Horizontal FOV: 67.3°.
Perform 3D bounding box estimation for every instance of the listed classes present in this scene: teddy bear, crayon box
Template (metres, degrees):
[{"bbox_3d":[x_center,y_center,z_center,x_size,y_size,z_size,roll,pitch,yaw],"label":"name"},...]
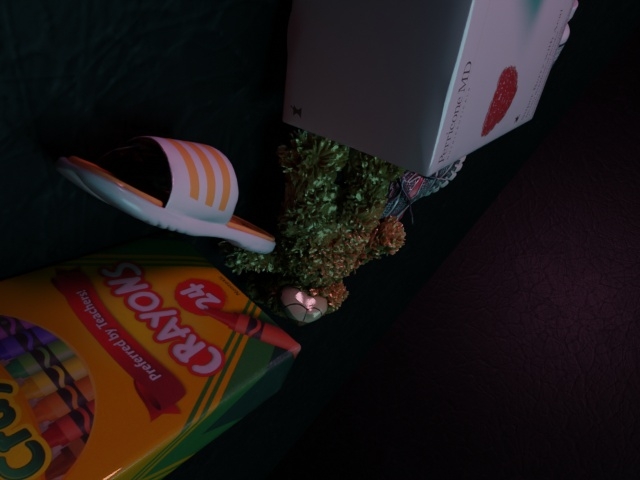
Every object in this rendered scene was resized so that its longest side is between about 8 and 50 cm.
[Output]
[{"bbox_3d":[0.000,0.000,0.641,0.245,0.113,0.338,10,128,-41],"label":"teddy bear"},{"bbox_3d":[-0.193,0.113,0.395,0.319,0.202,0.081,-26,148,-50],"label":"crayon box"}]

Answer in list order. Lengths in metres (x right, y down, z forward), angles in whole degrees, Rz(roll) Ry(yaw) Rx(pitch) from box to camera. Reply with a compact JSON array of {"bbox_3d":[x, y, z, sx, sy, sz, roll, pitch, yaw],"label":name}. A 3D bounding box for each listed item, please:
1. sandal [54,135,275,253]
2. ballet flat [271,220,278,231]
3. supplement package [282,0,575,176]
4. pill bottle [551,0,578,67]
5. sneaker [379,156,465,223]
[{"bbox_3d":[-0.113,-0.049,0.441,0.076,0.102,0.265,-64,157,2],"label":"sandal"},{"bbox_3d":[-0.040,-0.014,0.715,0.057,0.049,0.173,-21,145,-54],"label":"ballet flat"},{"bbox_3d":[0.124,-0.207,0.504,0.293,0.175,0.177,-30,138,-44],"label":"supplement package"},{"bbox_3d":[0.424,-0.394,0.955,0.108,0.108,0.180,-39,156,-29],"label":"pill bottle"},{"bbox_3d":[0.148,-0.115,0.839,0.299,0.121,0.112,-50,158,0],"label":"sneaker"}]
